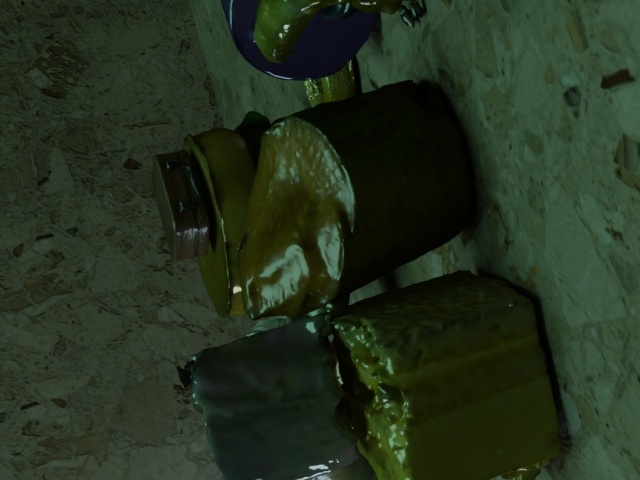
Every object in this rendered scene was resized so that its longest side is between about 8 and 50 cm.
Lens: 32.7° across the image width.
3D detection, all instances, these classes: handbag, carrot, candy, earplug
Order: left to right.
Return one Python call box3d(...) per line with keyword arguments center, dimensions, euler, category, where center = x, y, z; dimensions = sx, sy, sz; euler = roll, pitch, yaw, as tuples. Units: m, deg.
box3d(center=(-0.266, -0.072, 2.066), dimensions=(0.151, 0.072, 0.193), euler=(104, 152, -58), category="handbag")
box3d(center=(-0.062, 0.210, 1.371), dimensions=(0.137, 0.195, 0.184), euler=(-112, 6, -53), category="candy")
box3d(center=(-0.074, -0.436, 1.688), dimensions=(0.456, 0.215, 0.215), euler=(-114, 12, -53), category="earplug")
box3d(center=(0.037, -0.063, 1.400), dimensions=(0.241, 0.341, 0.241), euler=(43, 145, 39), category="carrot")

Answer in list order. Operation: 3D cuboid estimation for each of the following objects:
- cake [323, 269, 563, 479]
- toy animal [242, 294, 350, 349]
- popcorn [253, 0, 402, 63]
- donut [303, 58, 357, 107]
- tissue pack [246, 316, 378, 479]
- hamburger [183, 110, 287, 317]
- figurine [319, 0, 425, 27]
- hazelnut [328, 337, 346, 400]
box3d(center=(0.155, 0.208, 1.357), dimensions=(0.222, 0.227, 0.286), euler=(-152, 47, -74), category="cake")
box3d(center=(-0.010, 0.016, 1.812), dimensions=(0.181, 0.180, 0.363), euler=(29, 142, 11), category="toy animal")
box3d(center=(0.047, -0.349, 1.032), dimensions=(0.321, 0.326, 0.290), euler=(-15, 86, 36), category="popcorn")
box3d(center=(0.012, -0.272, 1.813), dimensions=(0.162, 0.065, 0.178), euler=(-123, 21, -56), category="donut")
box3d(center=(0.019, 0.342, 1.949), dimensions=(0.375, 0.195, 0.390), euler=(36, -148, -38), category="tissue pack")
box3d(center=(-0.097, -0.039, 2.134), dimensions=(0.396, 0.277, 0.395), euler=(168, 90, -76), category="hamburger")
box3d(center=(0.024, -0.388, 1.342), dimensions=(0.175, 0.197, 0.265), euler=(-16, 86, 55), category="figurine")
box3d(center=(0.101, 0.199, 1.828), dimensions=(0.182, 0.182, 0.182), euler=(164, 90, -79), category="hazelnut")
